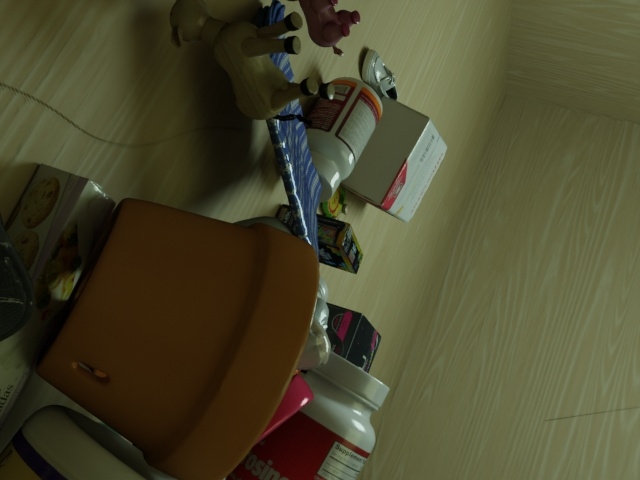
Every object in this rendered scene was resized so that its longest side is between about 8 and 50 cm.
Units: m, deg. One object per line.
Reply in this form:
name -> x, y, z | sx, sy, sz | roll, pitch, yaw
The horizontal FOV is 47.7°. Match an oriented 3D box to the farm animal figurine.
farm animal figurine -> -0.104, -0.319, 0.775 | 0.326, 0.172, 0.331 | 23, 70, -53

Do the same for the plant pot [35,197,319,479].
plant pot -> -0.161, 0.086, 0.770 | 0.291, 0.203, 0.291 | -50, -158, 29

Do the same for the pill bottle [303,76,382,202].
pill bottle -> 0.021, -0.184, 1.319 | 0.121, 0.121, 0.221 | 80, 33, -54

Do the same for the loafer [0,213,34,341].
loafer -> -0.313, -0.050, 0.575 | 0.109, 0.095, 0.303 | -23, 130, -27

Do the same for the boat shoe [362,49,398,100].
boat shoe -> 0.135, -0.352, 1.587 | 0.184, 0.063, 0.066 | 64, 46, -64

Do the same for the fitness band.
fitness band -> -0.131, 0.278, 0.962 | 0.290, 0.054, 0.209 | -40, 167, 17

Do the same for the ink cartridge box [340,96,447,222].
ink cartridge box -> 0.179, -0.180, 1.712 | 0.226, 0.131, 0.306 | -62, 164, 2

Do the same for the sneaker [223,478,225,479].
sneaker -> -0.160, 0.280, 1.261 | 0.147, 0.104, 0.296 | -50, 155, -56

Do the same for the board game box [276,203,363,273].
board game box -> 0.000, 0.000, 1.390 | 0.170, 0.141, 0.048 | 60, 48, -65

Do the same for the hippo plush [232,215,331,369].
hippo plush -> -0.137, 0.076, 1.063 | 0.294, 0.234, 0.237 | -19, 115, -16

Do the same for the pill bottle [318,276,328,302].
pill bottle -> -0.068, 0.138, 1.350 | 0.216, 0.121, 0.121 | -44, 146, -56

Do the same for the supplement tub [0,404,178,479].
supplement tub -> -0.280, 0.360, 0.710 | 0.331, 0.241, 0.241 | -55, 157, -16

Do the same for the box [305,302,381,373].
box -> 0.036, 0.255, 1.716 | 0.270, 0.143, 0.165 | 51, 58, -68

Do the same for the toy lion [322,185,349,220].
toy lion -> 0.030, -0.086, 1.584 | 0.100, 0.034, 0.096 | -47, 141, -53

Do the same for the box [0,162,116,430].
box -> -0.307, 0.082, 0.705 | 0.324, 0.067, 0.063 | -66, 160, -15

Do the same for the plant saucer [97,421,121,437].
plant saucer -> -0.324, 0.316, 0.908 | 0.195, 0.037, 0.195 | 17, 90, -71

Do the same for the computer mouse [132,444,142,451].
computer mouse -> -0.266, 0.339, 1.066 | 0.106, 0.042, 0.193 | -99, -168, -54

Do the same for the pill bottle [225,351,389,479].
pill bottle -> -0.037, 0.427, 1.434 | 0.408, 0.229, 0.229 | -59, 159, -11

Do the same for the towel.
towel -> -0.038, -0.155, 1.052 | 0.243, 0.040, 0.336 | -91, 169, -55

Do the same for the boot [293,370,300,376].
boot -> -0.080, 0.210, 1.226 | 0.059, 0.084, 0.158 | -109, -178, -54
